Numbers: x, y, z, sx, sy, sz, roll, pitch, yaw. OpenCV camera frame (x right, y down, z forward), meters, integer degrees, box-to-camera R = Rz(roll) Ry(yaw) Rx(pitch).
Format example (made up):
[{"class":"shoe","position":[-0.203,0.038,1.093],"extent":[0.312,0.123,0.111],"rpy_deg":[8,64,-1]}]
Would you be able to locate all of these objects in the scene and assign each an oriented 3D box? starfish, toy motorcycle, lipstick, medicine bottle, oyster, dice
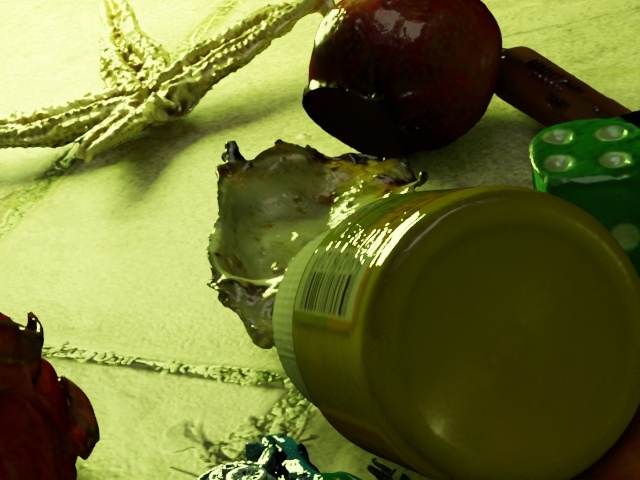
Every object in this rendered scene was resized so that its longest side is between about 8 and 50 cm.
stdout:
[{"class":"starfish","position":[-0.222,-0.208,2.248],"extent":[0.324,0.082,0.432],"rpy_deg":[14,45,41]},{"class":"toy motorcycle","position":[-0.006,0.217,1.495],"extent":[0.135,0.092,0.254],"rpy_deg":[-20,22,-29]},{"class":"lipstick","position":[0.298,-0.120,1.937],"extent":[0.077,0.077,0.418],"rpy_deg":[-23,32,-17]},{"class":"medicine bottle","position":[0.092,0.072,1.452],"extent":[0.224,0.224,0.384],"rpy_deg":[-21,5,-14]},{"class":"oyster","position":[0.002,0.006,1.824],"extent":[0.221,0.096,0.361],"rpy_deg":[-4,32,3]},{"class":"dice","position":[0.266,-0.036,1.759],"extent":[0.120,0.131,0.128],"rpy_deg":[-7,30,9]}]

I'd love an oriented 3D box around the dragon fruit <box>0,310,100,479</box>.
[{"class":"dragon fruit","position":[-0.294,0.149,1.490],"extent":[0.227,0.329,0.286],"rpy_deg":[-11,30,-9]}]

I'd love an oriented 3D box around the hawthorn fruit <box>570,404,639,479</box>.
[{"class":"hawthorn fruit","position":[0.272,0.205,1.331],"extent":[0.189,0.189,0.189],"rpy_deg":[-9,32,6]}]

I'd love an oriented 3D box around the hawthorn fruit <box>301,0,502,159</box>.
[{"class":"hawthorn fruit","position":[0.104,-0.203,2.029],"extent":[0.215,0.215,0.250],"rpy_deg":[6,30,27]}]
